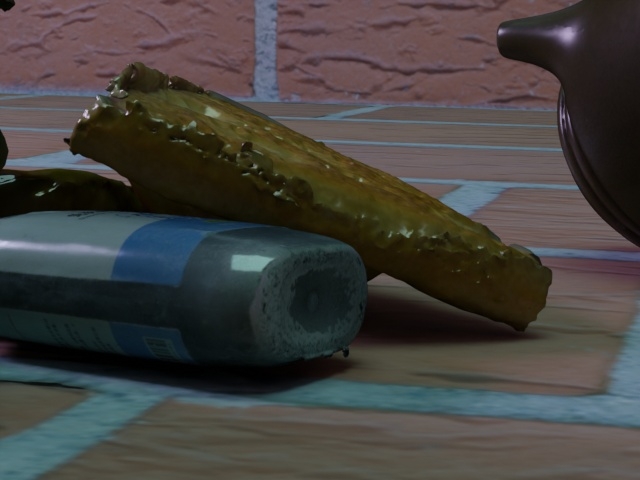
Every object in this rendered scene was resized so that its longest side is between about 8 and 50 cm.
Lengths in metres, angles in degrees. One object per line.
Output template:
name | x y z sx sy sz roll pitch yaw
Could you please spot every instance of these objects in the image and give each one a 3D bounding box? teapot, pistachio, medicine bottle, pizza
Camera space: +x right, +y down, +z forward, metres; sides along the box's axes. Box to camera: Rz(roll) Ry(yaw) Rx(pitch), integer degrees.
teapot | 0.221 -0.063 0.925 0.268 0.185 0.175 29 -32 -15
pistachio | -0.124 -0.002 0.798 0.089 0.049 0.173 -5 -5 21
medicine bottle | -0.089 0.014 0.661 0.208 0.053 0.090 5 6 30
pizza | -0.005 -0.003 0.752 0.204 0.080 0.188 25 5 1

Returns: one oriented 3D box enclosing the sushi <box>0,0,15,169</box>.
sushi | -0.312 -0.082 0.902 0.294 0.178 0.352 2 4 -12
